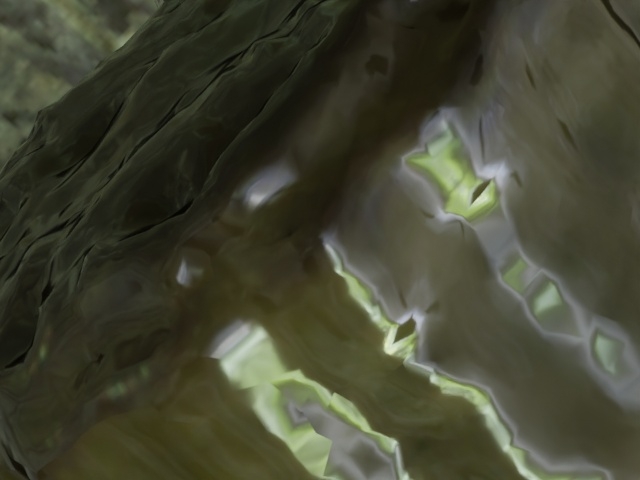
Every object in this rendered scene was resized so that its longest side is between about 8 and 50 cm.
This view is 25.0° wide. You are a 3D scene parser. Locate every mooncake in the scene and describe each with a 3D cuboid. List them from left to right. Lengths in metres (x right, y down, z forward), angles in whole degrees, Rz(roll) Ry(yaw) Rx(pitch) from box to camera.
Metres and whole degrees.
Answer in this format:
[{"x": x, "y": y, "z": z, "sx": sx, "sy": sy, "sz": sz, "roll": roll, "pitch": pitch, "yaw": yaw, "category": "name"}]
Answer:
[{"x": 0.001, "y": 0.001, "z": 0.541, "sx": 0.187, "sy": 0.324, "sz": 0.324, "roll": 45, "pitch": -176, "yaw": -20, "category": "mooncake"}]

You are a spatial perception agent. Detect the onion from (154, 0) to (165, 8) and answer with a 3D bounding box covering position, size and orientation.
[{"x": 0.034, "y": -0.226, "z": 1.065, "sx": 0.337, "sy": 0.281, "sz": 0.260, "roll": 1, "pitch": -153, "yaw": -2, "category": "onion"}]
